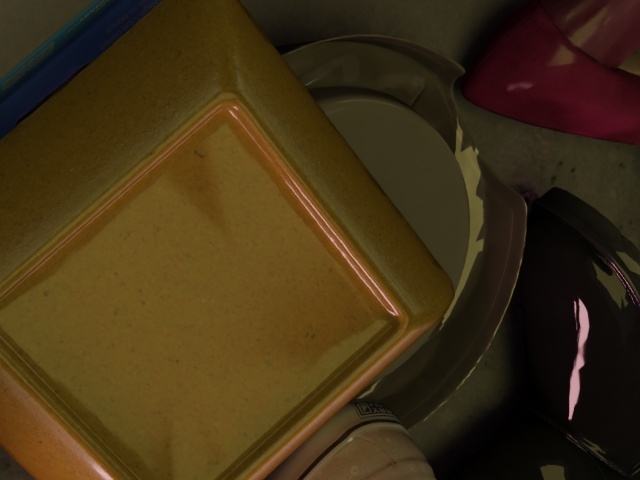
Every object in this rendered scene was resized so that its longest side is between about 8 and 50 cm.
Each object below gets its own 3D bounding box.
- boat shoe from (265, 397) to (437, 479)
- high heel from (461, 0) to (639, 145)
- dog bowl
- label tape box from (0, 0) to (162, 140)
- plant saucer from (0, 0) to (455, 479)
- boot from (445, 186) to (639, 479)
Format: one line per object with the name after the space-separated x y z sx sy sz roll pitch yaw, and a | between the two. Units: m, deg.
-0.019 0.312 1.105 0.136 0.156 0.367 26 106 -44 | boat shoe
0.287 -0.110 1.298 0.181 0.127 0.377 -36 131 17 | high heel
0.000 0.000 1.131 0.348 0.102 0.349 -10 111 -28 | dog bowl
-0.231 -0.180 0.927 0.240 0.106 0.334 -43 123 -12 | label tape box
-0.093 0.045 0.976 0.332 0.081 0.333 -42 116 -5 | plant saucer
0.138 0.219 1.276 0.445 0.146 0.367 -37 120 -12 | boot
